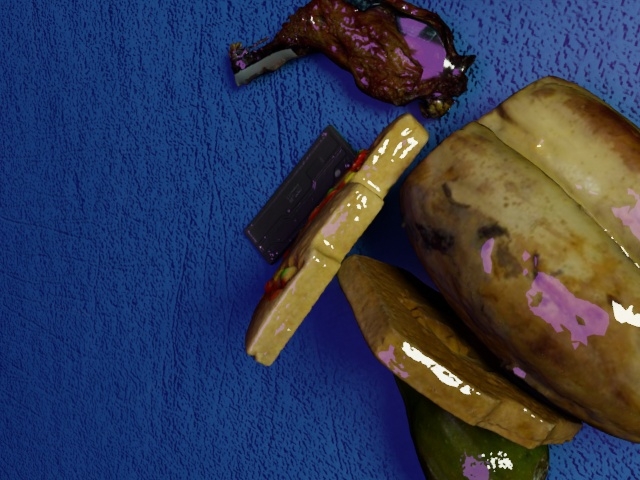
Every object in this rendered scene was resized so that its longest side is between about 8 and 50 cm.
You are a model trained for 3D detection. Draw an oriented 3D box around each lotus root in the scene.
[{"bbox_3d":[0.185,0.020,0.474,0.291,0.193,0.193,48,118,16],"label":"lotus root"}]

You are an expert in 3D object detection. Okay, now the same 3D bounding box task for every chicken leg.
[{"bbox_3d":[0.018,-0.174,0.623,0.253,0.051,0.106,15,111,32],"label":"chicken leg"}]

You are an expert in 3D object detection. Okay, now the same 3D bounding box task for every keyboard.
[{"bbox_3d":[-0.021,-0.042,0.689,0.053,0.010,0.155,51,119,16],"label":"keyboard"}]

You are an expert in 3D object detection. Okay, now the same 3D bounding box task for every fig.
[{"bbox_3d":[0.117,0.150,0.590,0.117,0.117,0.178,-52,51,27],"label":"fig"}]

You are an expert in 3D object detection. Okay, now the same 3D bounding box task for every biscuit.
[{"bbox_3d":[0.000,0.000,0.561,0.041,0.239,0.212,38,142,-5],"label":"biscuit"},{"bbox_3d":[0.112,0.090,0.525,0.215,0.182,0.034,27,107,-22],"label":"biscuit"}]
